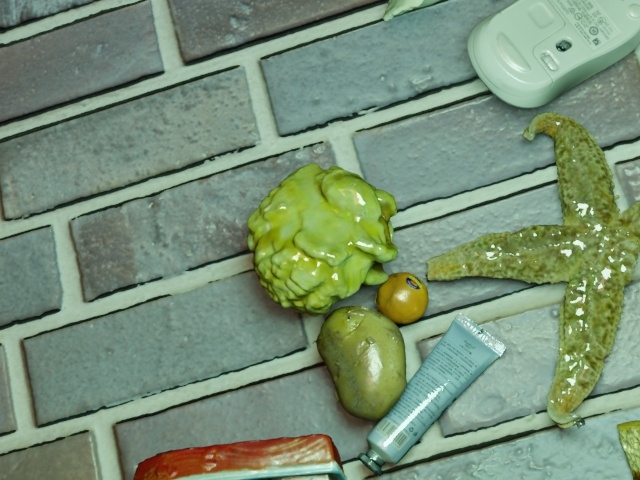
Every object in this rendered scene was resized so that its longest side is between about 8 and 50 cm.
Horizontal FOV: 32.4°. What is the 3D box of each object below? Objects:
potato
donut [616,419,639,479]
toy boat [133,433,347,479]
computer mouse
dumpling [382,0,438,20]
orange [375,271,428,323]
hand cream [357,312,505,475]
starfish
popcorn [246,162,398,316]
[{"bbox_3d":[0.067,0.179,1.633,0.137,0.137,0.176,-21,76,6],"label":"potato"},{"bbox_3d":[0.524,0.363,1.489,0.151,0.112,0.295,-14,67,3],"label":"donut"},{"bbox_3d":[-0.128,0.375,1.615,0.332,0.145,0.133,-8,67,7],"label":"toy boat"},{"bbox_3d":[0.368,-0.316,1.720,0.297,0.121,0.184,-37,77,-14],"label":"computer mouse"},{"bbox_3d":[0.177,-0.455,1.784,0.124,0.151,0.229,29,81,-9],"label":"dumpling"},{"bbox_3d":[0.125,0.089,1.678,0.084,0.083,0.083,-3,74,11],"label":"orange"},{"bbox_3d":[0.160,0.235,1.644,0.091,0.058,0.271,37,78,22],"label":"hand cream"},{"bbox_3d":[0.344,0.023,1.645,0.324,0.082,0.432,30,82,16],"label":"starfish"},{"bbox_3d":[0.000,0.000,1.654,0.255,0.195,0.256,-16,29,29],"label":"popcorn"}]
